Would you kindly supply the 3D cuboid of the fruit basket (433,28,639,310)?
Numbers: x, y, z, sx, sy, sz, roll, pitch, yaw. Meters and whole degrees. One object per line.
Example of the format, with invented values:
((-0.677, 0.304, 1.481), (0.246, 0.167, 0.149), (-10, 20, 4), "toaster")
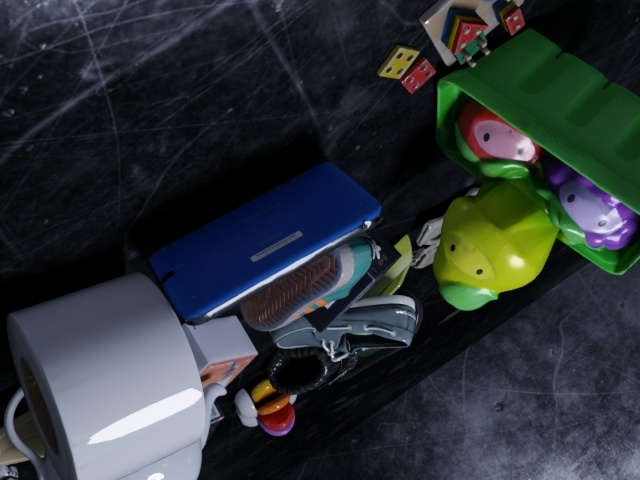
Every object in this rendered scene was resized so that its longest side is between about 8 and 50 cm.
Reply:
((0.302, -0.066, 1.044), (0.392, 0.392, 0.283), (-34, 161, -3), "fruit basket")

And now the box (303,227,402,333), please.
((0.046, 0.064, 1.262), (0.156, 0.093, 0.158), (-47, 173, 28), "box")

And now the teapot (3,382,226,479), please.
((-0.311, 0.296, 1.096), (0.252, 0.187, 0.256), (-10, 160, 16), "teapot")

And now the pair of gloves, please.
((0.271, -0.024, 1.514), (0.204, 0.042, 0.240), (-30, 159, -20), "pair of gloves")

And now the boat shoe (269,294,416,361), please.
((0.038, 0.188, 1.401), (0.319, 0.099, 0.116), (-13, 150, 21), "boat shoe")

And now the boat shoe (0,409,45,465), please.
((-0.416, 0.330, 1.197), (0.302, 0.098, 0.109), (-8, 146, -47), "boat shoe")

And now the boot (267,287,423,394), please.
((0.063, 0.239, 1.630), (0.348, 0.131, 0.260), (-45, 154, 21), "boot")

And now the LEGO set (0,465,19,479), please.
((-0.582, 0.429, 1.170), (0.087, 0.093, 0.227), (-30, 157, -10), "LEGO set")

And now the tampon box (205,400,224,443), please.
((-0.294, 0.379, 1.455), (0.120, 0.101, 0.161), (-16, 151, -36), "tampon box")

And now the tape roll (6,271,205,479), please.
((-0.280, 0.180, 0.902), (0.169, 0.246, 0.246), (-19, 153, -32), "tape roll")

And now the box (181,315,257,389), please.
((-0.223, 0.227, 1.268), (0.170, 0.091, 0.130), (-47, 154, 28), "box")

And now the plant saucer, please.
((0.126, 0.097, 1.479), (0.188, 0.045, 0.188), (-43, 164, -22), "plant saucer")

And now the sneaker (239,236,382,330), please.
((-0.018, 0.072, 1.144), (0.121, 0.108, 0.302), (-9, 167, -42), "sneaker")

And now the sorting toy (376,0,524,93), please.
((0.201, -0.282, 0.904), (0.274, 0.046, 0.132), (-39, 157, 12), "sorting toy")

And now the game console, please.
((-0.075, 0.026, 0.988), (0.293, 0.250, 0.173), (-30, 130, -13), "game console")

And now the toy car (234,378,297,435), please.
((-0.117, 0.412, 1.716), (0.159, 0.136, 0.182), (-27, 156, -18), "toy car")
